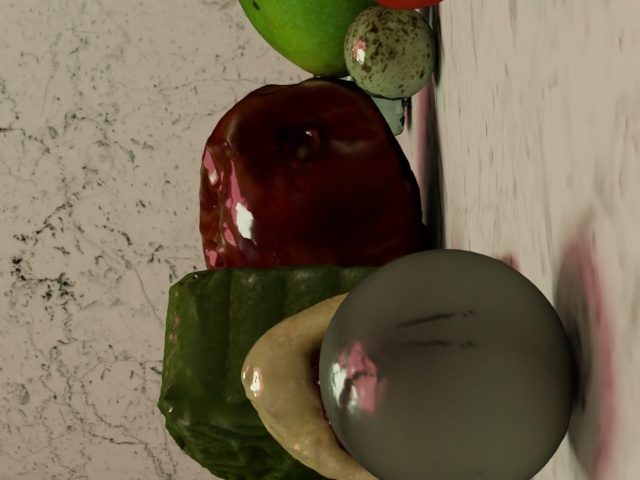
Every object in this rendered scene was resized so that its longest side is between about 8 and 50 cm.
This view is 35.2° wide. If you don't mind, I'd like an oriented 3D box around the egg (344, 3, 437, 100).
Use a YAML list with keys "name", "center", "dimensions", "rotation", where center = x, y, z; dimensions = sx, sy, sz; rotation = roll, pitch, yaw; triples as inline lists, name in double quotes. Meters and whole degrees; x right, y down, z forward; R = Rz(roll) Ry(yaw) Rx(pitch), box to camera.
- name: "egg"
  center: [0.064, -0.171, 0.928]
  dimensions: [0.110, 0.085, 0.085]
  rotation: [77, -170, -70]

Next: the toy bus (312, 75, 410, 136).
- name: "toy bus"
  center: [0.049, -0.264, 1.364]
  dimensions: [0.165, 0.134, 0.276]
  rotation: [-86, -8, -74]

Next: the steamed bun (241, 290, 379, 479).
- name: "steamed bun"
  center: [0.034, 0.085, 0.608]
  dimensions: [0.172, 0.155, 0.141]
  rotation: [69, -164, -81]

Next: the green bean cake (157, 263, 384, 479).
- name: "green bean cake"
  center: [-0.003, 0.129, 0.887]
  dimensions: [0.247, 0.250, 0.156]
  rotation: [84, -176, -63]

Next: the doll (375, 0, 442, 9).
- name: "doll"
  center: [0.024, -0.215, 0.358]
  dimensions: [0.161, 0.130, 0.290]
  rotation: [-95, -5, -58]

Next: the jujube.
- name: "jujube"
  center: [0.000, -0.001, 1.108]
  dimensions: [0.377, 0.276, 0.276]
  rotation: [88, 180, -56]

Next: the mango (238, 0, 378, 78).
- name: "mango"
  center: [-0.005, -0.322, 0.954]
  dimensions: [0.382, 0.201, 0.225]
  rotation: [70, -150, -53]

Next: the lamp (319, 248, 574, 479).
- name: "lamp"
  center: [0.052, 0.055, 0.413]
  dimensions: [0.105, 0.105, 0.105]
  rotation: [-3, -90, -88]
